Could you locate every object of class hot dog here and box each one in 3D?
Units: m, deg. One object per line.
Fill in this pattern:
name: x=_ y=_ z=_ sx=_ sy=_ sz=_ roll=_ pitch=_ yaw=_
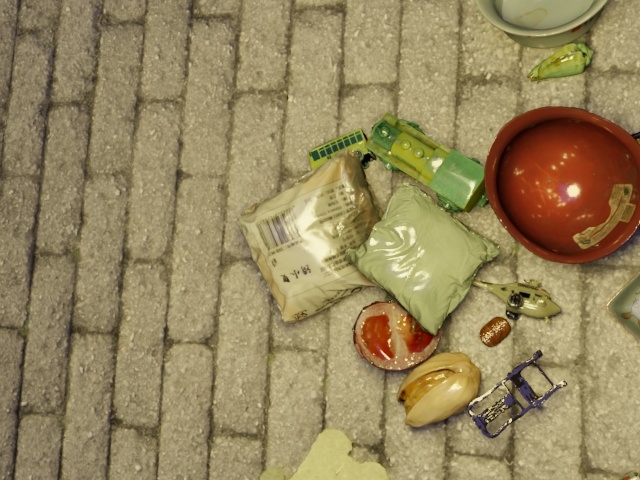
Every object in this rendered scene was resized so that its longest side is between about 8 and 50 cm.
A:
hot dog: x=0.440 y=0.229 z=1.878 sx=0.083 sy=0.035 sz=0.058 roll=-43 pitch=72 yaw=9

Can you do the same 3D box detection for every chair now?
chair: x=0.472 y=0.374 z=1.805 sx=0.229 sy=0.113 sz=0.106 roll=-39 pitch=72 yaw=9

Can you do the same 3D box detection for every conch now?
conch: x=0.605 y=-0.446 z=1.879 sx=0.170 sy=0.106 sz=0.079 roll=-23 pitch=75 yaw=18

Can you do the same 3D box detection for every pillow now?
pillow: x=0.250 y=0.032 z=1.840 sx=0.310 sy=0.138 sz=0.283 roll=41 pitch=84 yaw=7

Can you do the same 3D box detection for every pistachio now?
pistachio: x=0.292 y=0.373 z=1.855 sx=0.229 sy=0.157 sz=0.157 roll=-37 pitch=73 yaw=19

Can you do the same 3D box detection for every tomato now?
tomato: x=0.202 y=0.252 z=1.902 sx=0.228 sy=0.112 sz=0.199 roll=-10 pitch=59 yaw=8

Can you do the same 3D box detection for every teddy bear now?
teddy bear: x=-0.048 y=0.739 z=1.939 sx=0.327 sy=0.375 sz=0.362 roll=38 pitch=137 yaw=19

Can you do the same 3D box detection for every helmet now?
helmet: x=0.562 y=-0.140 z=1.773 sx=0.385 sy=0.230 sz=0.337 roll=31 pitch=100 yaw=1

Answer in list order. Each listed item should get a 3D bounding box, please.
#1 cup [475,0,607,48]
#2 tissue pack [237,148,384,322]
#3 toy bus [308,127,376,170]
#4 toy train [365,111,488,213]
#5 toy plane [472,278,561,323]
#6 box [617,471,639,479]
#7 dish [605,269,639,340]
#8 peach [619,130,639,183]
cup: x=0.570 y=-0.621 z=1.867 sx=0.347 sy=0.163 sz=0.347 roll=-7 pitch=69 yaw=20
tissue pack: x=0.000 y=0.000 z=1.962 sx=0.376 sy=0.195 sz=0.390 roll=-23 pitch=89 yaw=11
toy bus: x=0.055 y=-0.231 z=2.043 sx=0.175 sy=0.088 sz=0.101 roll=-22 pitch=76 yaw=12
toy train: x=0.265 y=-0.205 z=1.889 sx=0.369 sy=0.237 sz=0.150 roll=35 pitch=96 yaw=19
toy plane: x=0.461 y=0.127 z=1.863 sx=0.286 sy=0.092 sz=0.108 roll=15 pitch=66 yaw=19
box: x=0.659 y=0.662 z=1.723 sx=0.269 sy=0.079 sz=0.135 roll=-35 pitch=74 yaw=11
dish: x=0.807 y=0.130 z=1.754 sx=0.234 sy=0.064 sz=0.154 roll=-47 pitch=71 yaw=8
peach: x=0.827 y=-0.139 z=1.784 sx=0.189 sy=0.068 sz=0.279 roll=-25 pitch=74 yaw=5
